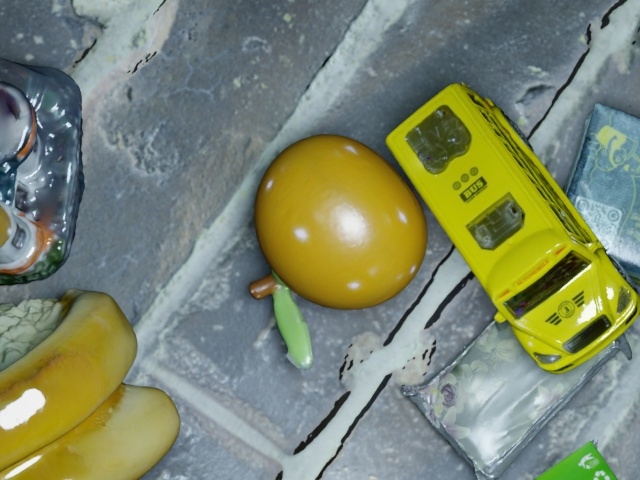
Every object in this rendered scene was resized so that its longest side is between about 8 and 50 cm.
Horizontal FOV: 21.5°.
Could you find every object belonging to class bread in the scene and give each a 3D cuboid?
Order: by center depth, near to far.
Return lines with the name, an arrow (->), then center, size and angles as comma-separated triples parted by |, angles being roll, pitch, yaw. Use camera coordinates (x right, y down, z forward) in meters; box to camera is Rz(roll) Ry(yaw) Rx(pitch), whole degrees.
bread -> -0.386, 0.220, 1.876 | 0.424, 0.329, 0.245 | -30, 121, -7

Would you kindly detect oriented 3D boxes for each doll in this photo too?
doll -> 0.000, 0.000, 1.924 | 0.236, 0.213, 0.213 | -43, 82, 6

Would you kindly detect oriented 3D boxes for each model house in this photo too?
model house -> -0.393, -0.103, 1.891 | 0.190, 0.301, 0.271 | 4, 79, 7

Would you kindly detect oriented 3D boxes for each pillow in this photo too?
pillow -> 0.230, 0.151, 1.960 | 0.255, 0.059, 0.169 | -42, 74, -8

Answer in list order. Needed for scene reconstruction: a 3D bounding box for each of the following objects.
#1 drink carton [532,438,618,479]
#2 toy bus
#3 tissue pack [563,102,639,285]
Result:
drink carton -> 0.227, 0.346, 1.859 | 0.271, 0.161, 0.108 | -34, 69, -7
toy bus -> 0.215, -0.015, 1.897 | 0.144, 0.152, 0.330 | -39, 63, 12
tissue pack -> 0.414, -0.034, 1.987 | 0.257, 0.081, 0.185 | 19, 81, 4
